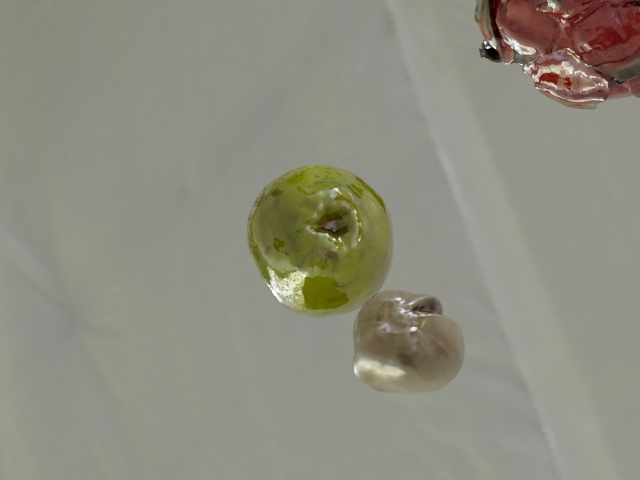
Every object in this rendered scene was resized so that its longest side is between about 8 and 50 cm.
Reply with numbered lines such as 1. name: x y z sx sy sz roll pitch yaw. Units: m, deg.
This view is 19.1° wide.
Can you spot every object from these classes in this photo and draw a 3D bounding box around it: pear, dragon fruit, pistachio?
1. pear: 0.000 0.000 1.317 0.131 0.107 0.107 140 -29 -83
2. dragon fruit: 0.265 -0.227 1.786 0.234 0.293 0.233 -5 -108 16
3. pistachio: 0.089 0.107 1.895 0.113 0.149 0.113 -11 -118 22
